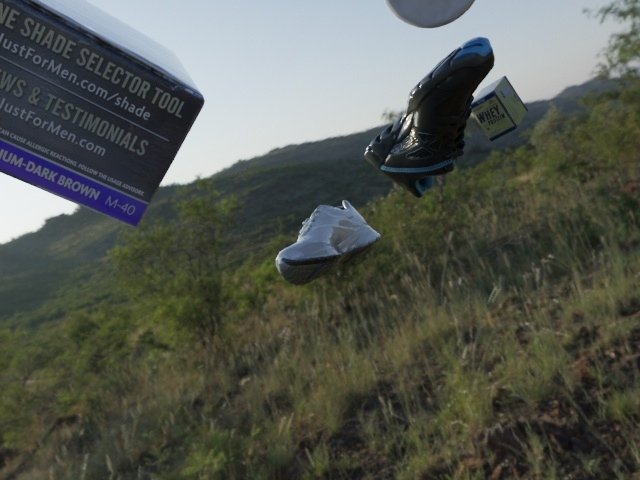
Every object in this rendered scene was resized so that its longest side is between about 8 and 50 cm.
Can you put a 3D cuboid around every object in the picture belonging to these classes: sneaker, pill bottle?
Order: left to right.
[{"bbox_3d":[0.000,0.000,1.126,0.111,0.129,0.297,-40,-10,34],"label":"sneaker"},{"bbox_3d":[0.196,-0.494,0.994,0.169,0.169,0.301,-20,27,21],"label":"pill bottle"},{"bbox_3d":[0.202,-0.196,0.929,0.125,0.139,0.341,-42,-5,-27],"label":"sneaker"}]

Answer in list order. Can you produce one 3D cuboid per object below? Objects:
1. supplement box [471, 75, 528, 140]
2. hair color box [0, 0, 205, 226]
[{"bbox_3d":[0.333,-0.247,1.040,0.056,0.083,0.083,-26,16,47],"label":"supplement box"},{"bbox_3d":[-0.217,-0.146,0.465,0.110,0.185,0.339,-60,26,10],"label":"hair color box"}]
